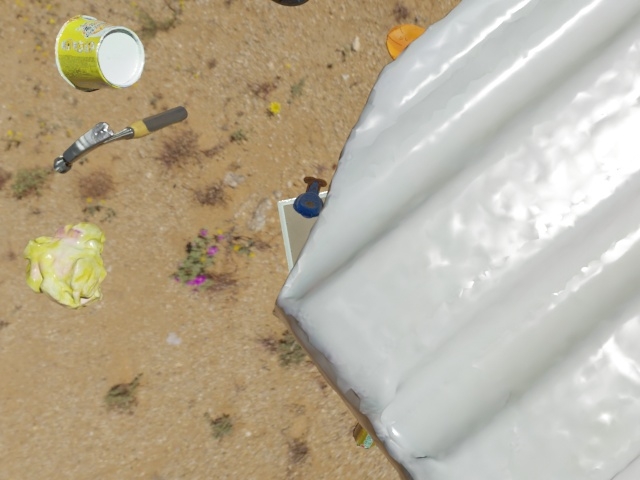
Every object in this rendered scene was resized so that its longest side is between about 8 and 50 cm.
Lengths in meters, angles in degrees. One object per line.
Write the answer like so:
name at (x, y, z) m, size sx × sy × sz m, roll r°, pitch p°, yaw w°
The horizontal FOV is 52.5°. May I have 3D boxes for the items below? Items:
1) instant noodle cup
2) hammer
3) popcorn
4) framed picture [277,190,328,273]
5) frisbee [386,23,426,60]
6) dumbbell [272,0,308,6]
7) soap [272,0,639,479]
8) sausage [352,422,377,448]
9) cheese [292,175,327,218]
instant noodle cup at (-0.580, -0.491, 1.732) m, size 0.153 × 0.205 × 0.204 m, roll 16°, pitch 87°, yaw 33°
hammer at (-0.220, -0.130, 0.765) m, size 0.078 × 0.201 × 0.021 m, roll -29°, pitch 97°, yaw 34°
popcorn at (-0.285, 0.033, 0.737) m, size 0.089 × 0.096 × 0.109 m, roll -10°, pitch 36°, yaw -20°
framed picture at (0.000, 0.000, 1.983) m, size 0.232 × 0.019 × 0.296 m, roll -12°, pitch 103°, yaw -14°
frisbee at (0.266, -0.508, 1.725) m, size 0.192 × 0.035 × 0.192 m, roll 10°, pitch 58°, yaw -16°
dumbbell at (-0.053, -0.779, 1.718) m, size 0.185 × 0.185 × 0.388 m, roll 9°, pitch 56°, yaw 19°
soap at (0.200, -0.006, 0.411) m, size 0.435 × 0.213 × 0.350 m, roll -41°, pitch 87°, yaw -3°
sausage at (0.172, 0.389, 1.624) m, size 0.082 × 0.082 × 0.371 m, roll 35°, pitch 131°, yaw 19°
cheese at (-0.014, -0.066, 0.985) m, size 0.047 × 0.111 × 0.017 m, roll 17°, pitch 128°, yaw -3°
